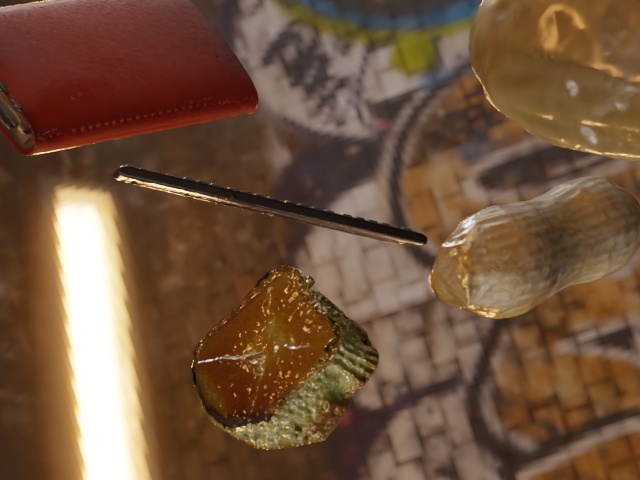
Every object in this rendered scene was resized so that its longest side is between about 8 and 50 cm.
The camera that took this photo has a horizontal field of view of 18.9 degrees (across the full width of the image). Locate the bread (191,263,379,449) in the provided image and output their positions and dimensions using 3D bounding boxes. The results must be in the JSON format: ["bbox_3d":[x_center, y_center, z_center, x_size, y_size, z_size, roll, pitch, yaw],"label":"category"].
[{"bbox_3d":[-0.030,0.102,1.526,0.069,0.140,0.128,39,-175,-42],"label":"bread"}]

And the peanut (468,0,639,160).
[{"bbox_3d":[0.182,-0.071,0.845,0.123,0.257,0.123,-41,-43,-53],"label":"peanut"}]

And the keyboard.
[{"bbox_3d":[0.005,-0.013,1.692,0.103,0.381,0.041,180,109,-81],"label":"keyboard"}]

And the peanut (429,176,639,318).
[{"bbox_3d":[0.172,0.005,1.501,0.207,0.087,0.087,-19,-90,-36],"label":"peanut"}]

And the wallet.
[{"bbox_3d":[-0.161,-0.125,1.389,0.204,0.045,0.142,-15,-127,-39],"label":"wallet"}]
